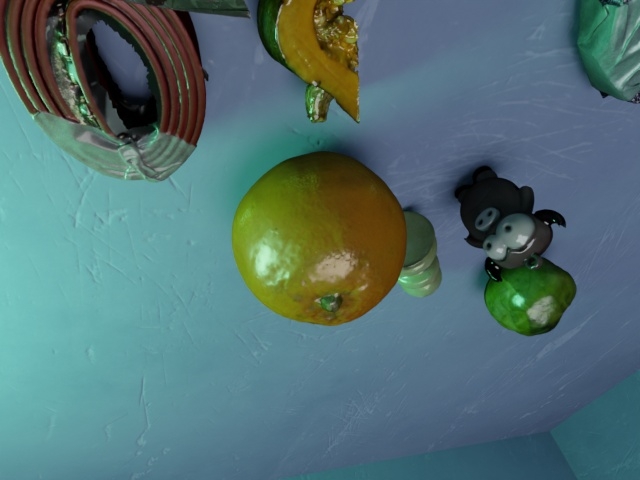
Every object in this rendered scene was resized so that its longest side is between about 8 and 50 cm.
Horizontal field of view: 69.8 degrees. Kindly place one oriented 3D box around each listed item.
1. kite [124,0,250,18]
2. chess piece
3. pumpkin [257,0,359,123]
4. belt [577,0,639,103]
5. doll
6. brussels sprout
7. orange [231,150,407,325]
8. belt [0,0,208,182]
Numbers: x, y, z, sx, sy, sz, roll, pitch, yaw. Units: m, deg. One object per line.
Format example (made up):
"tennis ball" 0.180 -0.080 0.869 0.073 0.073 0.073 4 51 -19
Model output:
"kite" -0.152 -0.342 0.496 0.250 0.012 0.229 -49 114 -18
"chess piece" 0.219 0.054 1.090 0.144 0.145 0.251 -27 145 8
"pumpkin" -0.018 -0.269 0.641 0.125 0.131 0.248 -22 135 -10
"belt" 0.563 -0.376 0.752 0.260 0.122 0.324 -42 135 17
"doll" 0.371 -0.043 0.937 0.117 0.258 0.182 20 127 -27
"brussels sprout" 0.581 0.156 1.281 0.220 0.210 0.271 -55 144 6
"orange" 0.000 0.000 0.814 0.311 0.312 0.312 -11 139 -10
"belt" -0.264 -0.220 0.605 0.227 0.115 0.324 -14 140 -5
